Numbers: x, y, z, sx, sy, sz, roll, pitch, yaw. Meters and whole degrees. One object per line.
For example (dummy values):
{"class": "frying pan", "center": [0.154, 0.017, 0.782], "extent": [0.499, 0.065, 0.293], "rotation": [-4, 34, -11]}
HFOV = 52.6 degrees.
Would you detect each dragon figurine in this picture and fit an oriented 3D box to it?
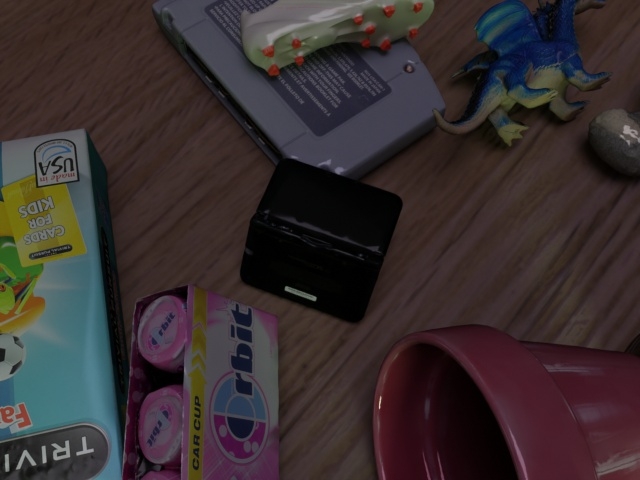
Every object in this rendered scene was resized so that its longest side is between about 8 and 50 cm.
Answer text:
{"class": "dragon figurine", "center": [0.195, -0.185, 0.670], "extent": [0.289, 0.085, 0.144], "rotation": [-22, 68, -20]}

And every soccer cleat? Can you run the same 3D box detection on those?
{"class": "soccer cleat", "center": [0.015, -0.224, 0.641], "extent": [0.196, 0.068, 0.076], "rotation": [-17, 65, -8]}

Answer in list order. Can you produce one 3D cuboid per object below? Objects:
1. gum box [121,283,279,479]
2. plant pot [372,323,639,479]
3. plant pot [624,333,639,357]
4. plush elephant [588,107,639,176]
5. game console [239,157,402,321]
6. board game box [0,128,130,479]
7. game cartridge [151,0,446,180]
{"class": "gum box", "center": [-0.088, 0.140, 0.496], "extent": [0.062, 0.107, 0.188], "rotation": [-18, 62, 30]}
{"class": "plant pot", "center": [0.161, 0.156, 0.474], "extent": [0.180, 0.201, 0.201], "rotation": [-4, 65, -21]}
{"class": "plant pot", "center": [0.350, 0.116, 0.506], "extent": [0.167, 0.165, 0.166], "rotation": [1, 66, -2]}
{"class": "plush elephant", "center": [0.480, -0.148, 0.581], "extent": [0.330, 0.255, 0.272], "rotation": [-37, 73, -17]}
{"class": "game console", "center": [0.000, 0.000, 0.596], "extent": [0.122, 0.107, 0.071], "rotation": [19, 33, 6]}
{"class": "board game box", "center": [-0.295, 0.085, 0.533], "extent": [0.254, 0.079, 0.335], "rotation": [-12, 67, -8]}
{"class": "game cartridge", "center": [-0.017, -0.193, 0.688], "extent": [0.196, 0.060, 0.294], "rotation": [-35, 72, -13]}
